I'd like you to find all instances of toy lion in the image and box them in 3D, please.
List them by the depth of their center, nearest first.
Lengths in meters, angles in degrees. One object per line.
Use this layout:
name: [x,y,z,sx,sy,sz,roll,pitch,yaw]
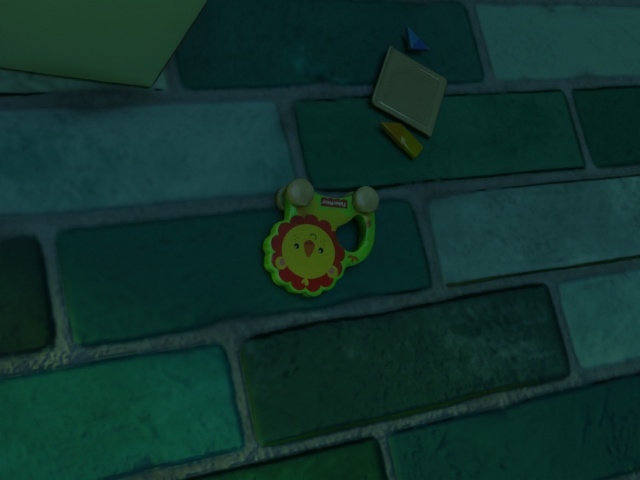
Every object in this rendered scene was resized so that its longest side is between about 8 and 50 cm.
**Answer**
toy lion: [0.000,0.000,0.752,0.100,0.034,0.096,4,80,-26]

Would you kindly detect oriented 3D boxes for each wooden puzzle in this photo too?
wooden puzzle: [0.083,-0.139,0.844,0.078,0.014,0.116,35,63,-18]

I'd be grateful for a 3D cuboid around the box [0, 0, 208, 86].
box: [-0.176,-0.321,0.654,0.168,0.215,0.345,4,73,-26]
